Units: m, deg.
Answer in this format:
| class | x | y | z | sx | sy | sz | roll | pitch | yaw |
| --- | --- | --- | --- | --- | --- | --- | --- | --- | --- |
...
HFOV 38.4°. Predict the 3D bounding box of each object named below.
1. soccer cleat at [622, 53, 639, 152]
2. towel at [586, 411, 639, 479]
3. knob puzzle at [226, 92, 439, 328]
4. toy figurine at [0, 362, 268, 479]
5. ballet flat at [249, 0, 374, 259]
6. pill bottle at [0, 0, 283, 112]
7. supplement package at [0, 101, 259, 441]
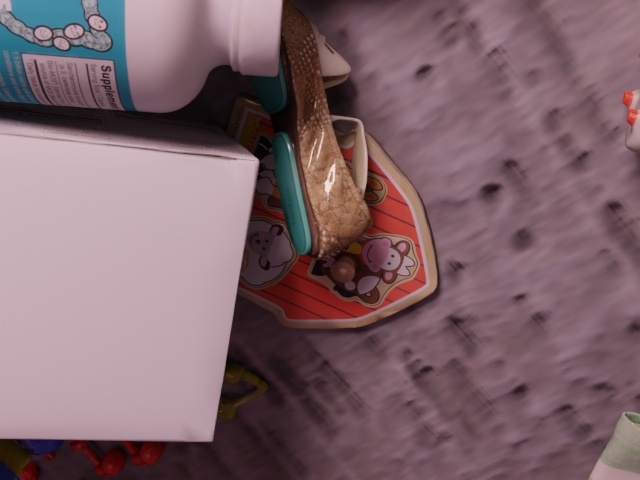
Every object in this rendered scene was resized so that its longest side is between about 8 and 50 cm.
| class | x | y | z | sx | sy | sz | roll | pitch | yaw |
| --- | --- | --- | --- | --- | --- | --- | --- | --- | --- |
| soccer cleat | 0.250 | -0.128 | 0.546 | 0.076 | 0.068 | 0.196 | 24 | 120 | -1 |
| towel | 0.320 | 0.310 | 0.791 | 0.248 | 0.038 | 0.324 | 19 | 123 | 7 |
| knob puzzle | 0.000 | 0.000 | 0.717 | 0.213 | 0.030 | 0.213 | 7 | 120 | 13 |
| toy figurine | -0.248 | 0.188 | 0.791 | 0.363 | 0.217 | 0.191 | -26 | 109 | 28 |
| ballet flat | -0.007 | -0.091 | 0.645 | 0.067 | 0.073 | 0.206 | -17 | 102 | -20 |
| pill bottle | -0.153 | -0.152 | 0.540 | 0.264 | 0.146 | 0.146 | 3 | 121 | -4 |
| supplement package | -0.197 | 0.013 | 0.624 | 0.262 | 0.145 | 0.203 | 6 | 105 | -19 |
